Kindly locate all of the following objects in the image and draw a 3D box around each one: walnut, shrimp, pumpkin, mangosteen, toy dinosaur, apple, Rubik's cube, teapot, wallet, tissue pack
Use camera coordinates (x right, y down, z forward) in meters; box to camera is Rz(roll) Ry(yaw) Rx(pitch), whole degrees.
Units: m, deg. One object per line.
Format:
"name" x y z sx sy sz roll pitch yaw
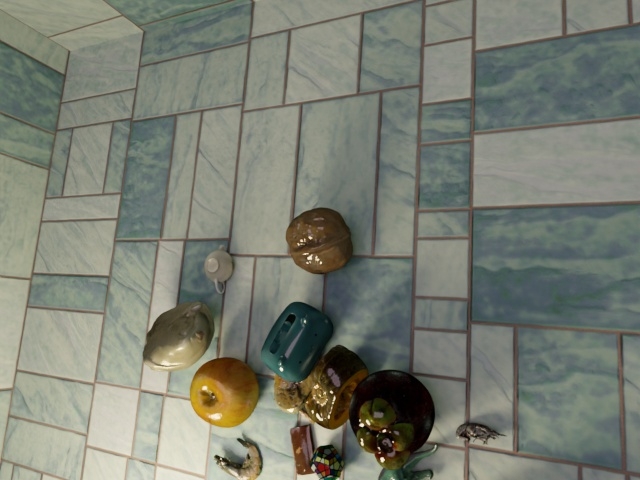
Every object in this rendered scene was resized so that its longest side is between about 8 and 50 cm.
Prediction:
"walnut" 0.000 0.003 1.825 0.272 0.227 0.274 -4 81 28
"shrimp" -0.338 0.896 1.915 0.217 0.051 0.150 11 82 19
"pumpkin" 0.070 0.529 1.694 0.139 0.221 0.318 31 122 36
"mangosteen" 0.242 0.583 1.556 0.299 0.300 0.301 -5 78 24
"toy dinosaur" 0.213 0.834 1.646 0.330 0.129 0.384 14 85 36
"apple" -0.391 0.614 1.888 0.285 0.233 0.287 -5 78 23
"Rubik's cube" 0.024 0.823 1.718 0.111 0.133 0.133 29 93 0
"teapot" -0.462 0.126 2.100 0.145 0.092 0.227 -7 80 25
"shrimp" 0.533 0.643 1.545 0.165 0.056 0.065 -3 63 35
"wallet" -0.064 0.814 1.810 0.095 0.026 0.176 -17 74 15
"tissue pack" -0.095 0.382 1.782 0.198 0.206 0.288 27 79 34

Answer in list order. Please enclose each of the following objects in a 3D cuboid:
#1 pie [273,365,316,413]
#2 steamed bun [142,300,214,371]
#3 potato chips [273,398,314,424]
"pie" -0.103 0.568 1.850 0.185 0.052 0.218 29 84 36
"steamed bun" -0.589 0.433 2.020 0.324 0.220 0.310 -28 32 14
"potato chips" -0.102 0.670 1.856 0.203 0.026 0.037 22 92 26
